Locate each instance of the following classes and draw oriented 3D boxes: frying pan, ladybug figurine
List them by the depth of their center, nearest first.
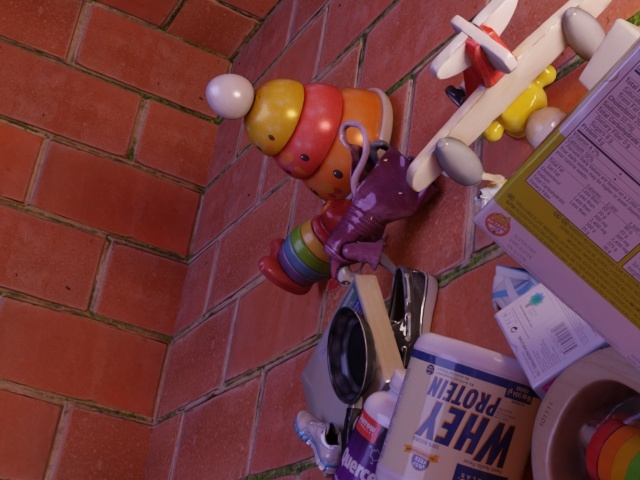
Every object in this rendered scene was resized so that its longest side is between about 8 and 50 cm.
[{"bbox_3d":[0.442,0.303,1.256,0.305,0.162,0.449,-66,22,8],"label":"ladybug figurine"},{"bbox_3d":[0.073,0.288,1.962,0.197,0.053,0.326,124,141,-52],"label":"frying pan"}]

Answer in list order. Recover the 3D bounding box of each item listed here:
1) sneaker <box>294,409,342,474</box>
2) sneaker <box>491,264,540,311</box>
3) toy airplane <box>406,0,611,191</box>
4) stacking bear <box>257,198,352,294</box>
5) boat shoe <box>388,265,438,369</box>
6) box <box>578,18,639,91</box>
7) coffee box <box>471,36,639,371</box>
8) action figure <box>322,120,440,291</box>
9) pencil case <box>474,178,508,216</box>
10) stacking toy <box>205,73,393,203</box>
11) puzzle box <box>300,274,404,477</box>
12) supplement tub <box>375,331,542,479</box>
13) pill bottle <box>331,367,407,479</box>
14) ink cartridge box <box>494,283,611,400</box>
[{"bbox_3d":[0.007,0.415,2.117,0.190,0.071,0.082,46,125,51],"label":"sneaker"},{"bbox_3d":[0.375,0.101,1.709,0.229,0.088,0.092,-161,79,-73],"label":"sneaker"},{"bbox_3d":[0.349,-0.271,1.775,0.384,0.272,0.386,-31,-19,-40],"label":"toy airplane"},{"bbox_3d":[0.000,0.000,2.571,0.289,0.164,0.175,-43,9,30],"label":"stacking bear"},{"bbox_3d":[0.170,0.199,2.065,0.108,0.102,0.301,-23,51,62],"label":"boat shoe"},{"bbox_3d":[0.534,-0.209,1.498,0.121,0.148,0.311,-60,22,25],"label":"box"},{"bbox_3d":[0.453,-0.076,1.148,0.334,0.338,0.338,-52,-7,37],"label":"coffee box"},{"bbox_3d":[0.103,-0.046,2.241,0.370,0.276,0.248,-57,28,-3],"label":"action figure"},{"bbox_3d":[0.375,-0.026,1.743,0.113,0.124,0.273,-47,26,2],"label":"pencil case"},{"bbox_3d":[-0.083,-0.307,2.582,0.350,0.480,0.350,-50,29,42],"label":"stacking toy"},{"bbox_3d":[0.063,0.301,2.131,0.409,0.052,0.272,116,149,-46],"label":"puzzle box"},{"bbox_3d":[0.228,0.337,1.636,0.235,0.236,0.324,7,78,68],"label":"supplement tub"},{"bbox_3d":[0.136,0.413,1.860,0.322,0.182,0.181,-68,22,6],"label":"pill bottle"},{"bbox_3d":[0.431,0.095,1.495,0.311,0.065,0.185,-39,32,15],"label":"ink cartridge box"}]
